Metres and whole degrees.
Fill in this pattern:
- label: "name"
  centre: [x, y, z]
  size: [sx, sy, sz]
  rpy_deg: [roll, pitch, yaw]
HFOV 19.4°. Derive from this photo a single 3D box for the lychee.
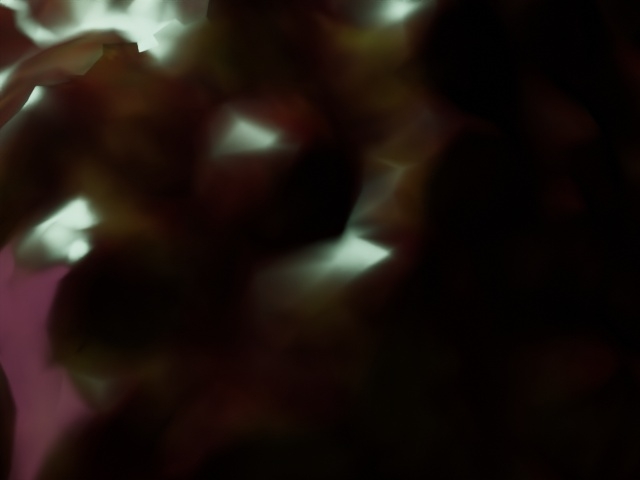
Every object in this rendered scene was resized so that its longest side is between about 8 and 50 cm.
- label: "lychee"
  centre: [-0.061, 0.085, 0.530]
  size: [0.424, 0.424, 0.500]
  rpy_deg: [143, 148, -71]
